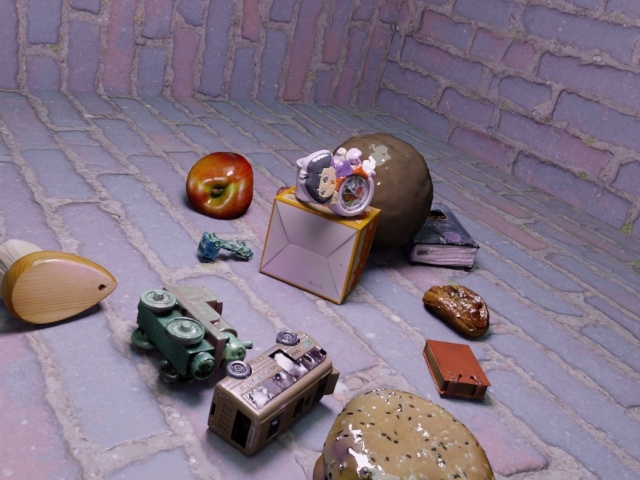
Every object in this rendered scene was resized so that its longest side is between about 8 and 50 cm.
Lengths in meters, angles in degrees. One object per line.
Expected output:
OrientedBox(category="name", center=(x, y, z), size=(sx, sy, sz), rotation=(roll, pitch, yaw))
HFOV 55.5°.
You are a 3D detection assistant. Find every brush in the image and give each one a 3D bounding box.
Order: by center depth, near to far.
OrientedBox(category="brush", center=(-0.644, 0.095, 1.474), size=(0.266, 0.174, 0.166), rotation=(1, 17, -43))

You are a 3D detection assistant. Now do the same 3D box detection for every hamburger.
OrientedBox(category="hamburger", center=(0.145, 0.423, 1.146), size=(0.318, 0.195, 0.277), rotation=(10, 27, -13))

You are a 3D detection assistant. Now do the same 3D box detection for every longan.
OrientedBox(category="longan", center=(0.178, -0.146, 2.077), size=(0.404, 0.436, 0.404), rotation=(16, 46, -17))

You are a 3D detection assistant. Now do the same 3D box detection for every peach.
OrientedBox(category="peach", center=(-0.354, -0.208, 2.217), size=(0.248, 0.245, 0.275), rotation=(37, 9, -16))

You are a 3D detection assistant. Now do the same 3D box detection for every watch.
OrientedBox(category="watch", center=(0.017, -0.189, 1.755), size=(0.244, 0.196, 0.231), rotation=(-5, 24, -28))

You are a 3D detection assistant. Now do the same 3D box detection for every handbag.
OrientedBox(category="handbag", center=(0.352, 0.334, 1.586), size=(0.127, 0.063, 0.190), rotation=(10, 23, -9))

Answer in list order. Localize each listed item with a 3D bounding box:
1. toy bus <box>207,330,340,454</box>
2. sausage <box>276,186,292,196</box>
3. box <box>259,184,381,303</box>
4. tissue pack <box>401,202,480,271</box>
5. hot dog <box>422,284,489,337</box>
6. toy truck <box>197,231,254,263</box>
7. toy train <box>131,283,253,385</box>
OrientedBox(category="toy bus", center=(-0.095, 0.318, 1.305), size=(0.157, 0.139, 0.289), rotation=(31, 31, 25))
OrientedBox(category="sausage", center=(-0.103, -0.170, 2.385), size=(0.141, 0.076, 0.076), rotation=(15, 25, 2))
OrientedBox(category="box", center=(0.000, 0.000, 1.864), size=(0.283, 0.260, 0.214), rotation=(21, 24, 14))
OrientedBox(category="tissue pack", center=(0.408, -0.029, 2.294), size=(0.259, 0.122, 0.361), rotation=(4, 29, -12))
OrientedBox(category="hot dog", center=(0.413, 0.204, 1.845), size=(0.160, 0.099, 0.227), rotation=(-10, 37, -40))
OrientedBox(category="toy truck", center=(-0.294, 0.034, 1.888), size=(0.175, 0.081, 0.067), rotation=(18, 19, -38))
OrientedBox(category="toy train", center=(-0.299, 0.213, 1.421), size=(0.221, 0.150, 0.304), rotation=(-2, 27, -43))
